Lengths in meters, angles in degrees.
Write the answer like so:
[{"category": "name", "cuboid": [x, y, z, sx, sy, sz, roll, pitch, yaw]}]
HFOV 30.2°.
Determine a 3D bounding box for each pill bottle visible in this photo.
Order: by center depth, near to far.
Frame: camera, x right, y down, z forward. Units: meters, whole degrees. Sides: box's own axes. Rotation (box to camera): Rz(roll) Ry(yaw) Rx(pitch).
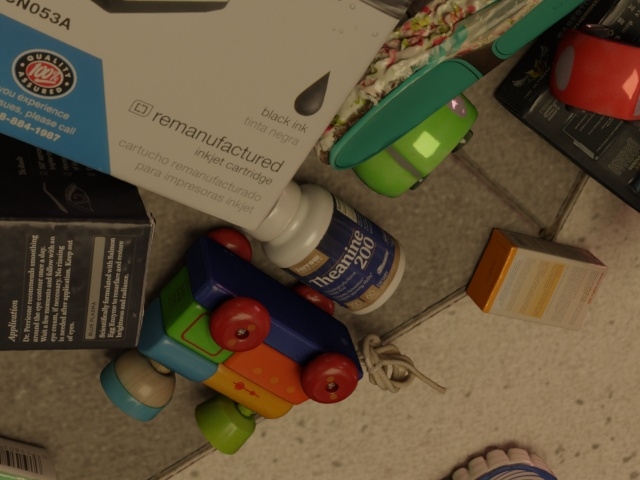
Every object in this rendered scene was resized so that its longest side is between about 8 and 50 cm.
[{"category": "pill bottle", "cuboid": [0.000, 0.000, 0.867, 0.120, 0.067, 0.067, 34, 101, -31]}]

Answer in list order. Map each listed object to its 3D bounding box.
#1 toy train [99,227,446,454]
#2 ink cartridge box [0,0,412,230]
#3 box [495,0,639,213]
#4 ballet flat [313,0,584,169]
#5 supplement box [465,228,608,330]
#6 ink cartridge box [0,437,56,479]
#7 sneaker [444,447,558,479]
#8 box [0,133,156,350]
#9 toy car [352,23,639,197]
[{"category": "toy train", "cuboid": [-0.033, 0.111, 0.900, 0.248, 0.105, 0.143, 34, 111, -31]}, {"category": "ink cartridge box", "cuboid": [-0.061, -0.187, 0.683, 0.223, 0.129, 0.307, 22, 117, -28]}, {"category": "box", "cuboid": [0.272, -0.145, 0.896, 0.183, 0.059, 0.232, 32, 103, -28]}, {"category": "ballet flat", "cuboid": [0.085, -0.139, 0.753, 0.241, 0.077, 0.091, -35, 160, 11]}, {"category": "supplement box", "cuboid": [0.177, 0.033, 0.968, 0.098, 0.036, 0.062, 13, 111, -25]}, {"category": "ink cartridge box", "cuboid": [-0.325, 0.234, 0.880, 0.181, 0.056, 0.224, 21, 106, -28]}, {"category": "sneaker", "cuboid": [0.086, 0.322, 1.021, 0.330, 0.147, 0.130, -38, 123, 3]}, {"category": "box", "cuboid": [-0.199, -0.009, 0.737, 0.158, 0.156, 0.093, 1, 117, -20]}, {"category": "toy car", "cuboid": [0.108, -0.111, 0.818, 0.239, 0.053, 0.225, 44, 106, -6]}]
